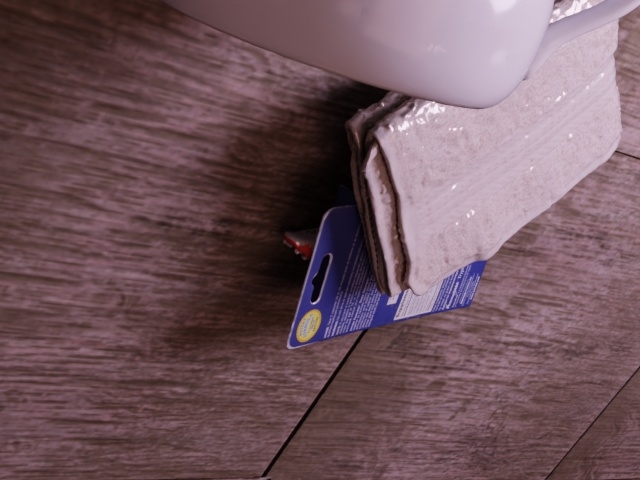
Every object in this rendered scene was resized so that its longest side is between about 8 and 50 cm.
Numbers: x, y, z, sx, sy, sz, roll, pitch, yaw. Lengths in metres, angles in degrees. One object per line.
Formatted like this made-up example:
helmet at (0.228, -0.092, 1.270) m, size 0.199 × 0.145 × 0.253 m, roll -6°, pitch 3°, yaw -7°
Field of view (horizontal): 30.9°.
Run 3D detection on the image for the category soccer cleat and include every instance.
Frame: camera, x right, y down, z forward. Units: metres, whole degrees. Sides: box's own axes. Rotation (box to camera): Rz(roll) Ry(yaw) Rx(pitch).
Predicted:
soccer cleat at (0.000, 0.000, 0.961) m, size 0.083 × 0.029 × 0.036 m, roll 23°, pitch 104°, yaw -51°

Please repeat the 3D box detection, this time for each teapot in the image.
teapot at (0.034, -0.193, 0.642) m, size 0.256 × 0.252 × 0.187 m, roll 0°, pitch 115°, yaw -54°

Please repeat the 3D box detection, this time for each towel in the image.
towel at (0.143, -0.085, 0.922) m, size 0.282 × 0.049 × 0.187 m, roll -36°, pitch 138°, yaw -21°

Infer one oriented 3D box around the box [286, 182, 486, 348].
box at (0.063, 0.011, 0.981) m, size 0.225 × 0.036 × 0.136 m, roll -10°, pitch 127°, yaw -42°
